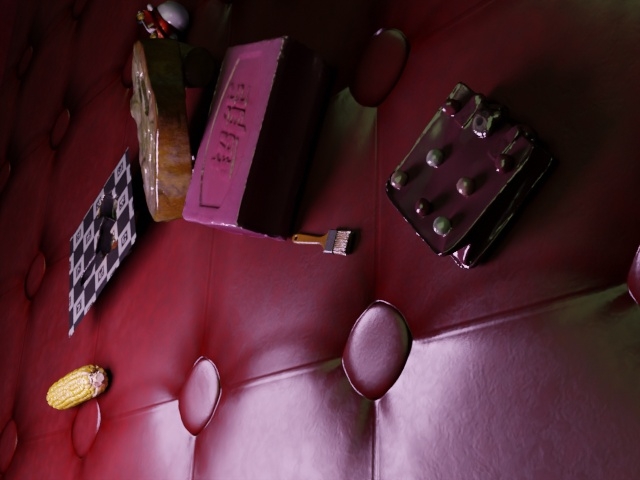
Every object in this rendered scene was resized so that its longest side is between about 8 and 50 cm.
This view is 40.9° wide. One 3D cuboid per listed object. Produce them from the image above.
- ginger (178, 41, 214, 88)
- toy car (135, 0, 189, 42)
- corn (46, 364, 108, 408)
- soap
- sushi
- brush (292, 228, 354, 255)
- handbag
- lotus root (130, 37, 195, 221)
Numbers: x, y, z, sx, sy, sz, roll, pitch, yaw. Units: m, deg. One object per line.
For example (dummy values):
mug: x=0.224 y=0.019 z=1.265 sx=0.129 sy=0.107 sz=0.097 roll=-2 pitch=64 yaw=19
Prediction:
ginger: x=-0.345 y=-0.411 z=2.029 sx=0.263 sy=0.109 sz=0.116 roll=9 pitch=58 yaw=53
toy car: x=-0.380 y=-0.543 z=2.151 sx=0.112 sy=0.112 sz=0.139 roll=-40 pitch=54 yaw=14
corn: x=-0.573 y=0.345 z=2.014 sx=0.238 sy=0.080 sz=0.080 roll=-26 pitch=55 yaw=43
soap: x=-0.119 y=-0.189 z=1.614 sx=0.233 sy=0.128 sz=0.360 roll=8 pitch=83 yaw=54
sushi: x=-0.515 y=0.009 z=2.104 sx=0.359 sy=0.064 sz=0.343 roll=-50 pitch=37 yaw=29
brush: x=0.000 y=0.000 z=1.466 sx=0.170 sy=0.014 sz=0.043 roll=5 pitch=77 yaw=54
handbag: x=0.199 y=-0.094 z=1.194 sx=0.216 sy=0.074 sz=0.203 roll=-56 pitch=39 yaw=20
lotus root: x=-0.327 y=-0.236 z=1.801 sx=0.375 sy=0.111 sz=0.391 roll=171 pitch=94 yaw=-72
